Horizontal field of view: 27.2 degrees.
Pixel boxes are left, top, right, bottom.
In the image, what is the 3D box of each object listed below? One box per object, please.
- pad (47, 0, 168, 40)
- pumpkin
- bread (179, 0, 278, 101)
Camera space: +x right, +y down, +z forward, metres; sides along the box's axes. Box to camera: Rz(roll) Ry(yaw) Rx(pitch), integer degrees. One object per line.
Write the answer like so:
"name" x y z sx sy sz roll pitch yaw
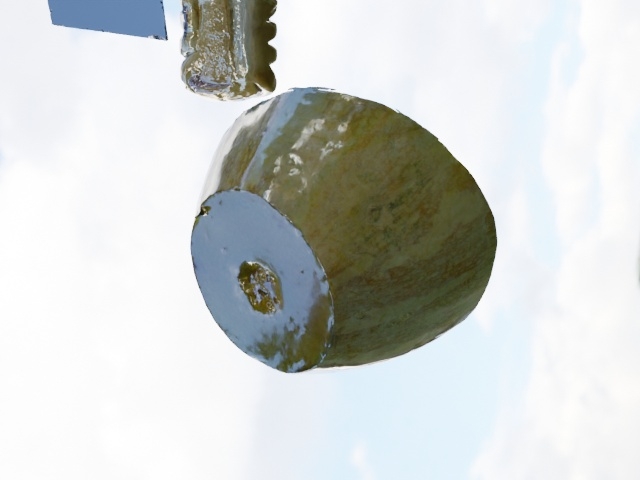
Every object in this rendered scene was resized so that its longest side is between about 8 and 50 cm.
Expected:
"pad" -0.242 -0.330 1.392 0.004 0.164 0.243 -47 -39 -47
"pumpkin" -0.002 0.014 0.901 0.110 0.217 0.217 -51 -38 -42
"bread" -0.112 -0.285 1.665 0.081 0.134 0.225 -28 -55 -62
